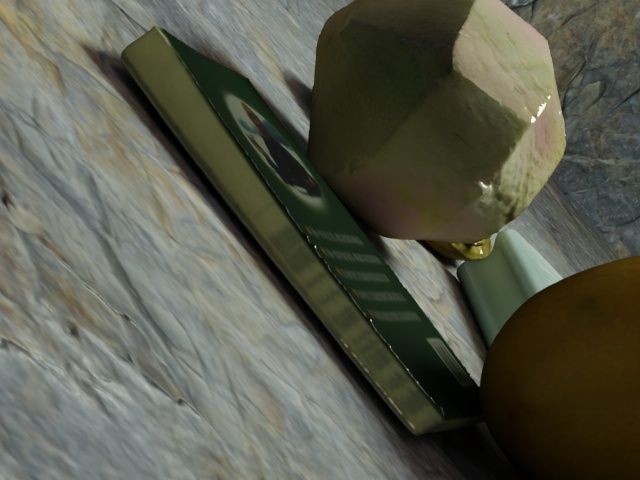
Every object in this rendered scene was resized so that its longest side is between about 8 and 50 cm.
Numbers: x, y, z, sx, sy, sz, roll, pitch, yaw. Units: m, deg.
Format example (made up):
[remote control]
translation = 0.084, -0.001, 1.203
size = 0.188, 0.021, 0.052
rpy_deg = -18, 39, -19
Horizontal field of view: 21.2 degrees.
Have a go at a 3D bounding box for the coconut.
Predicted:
[coconut]
translation = 0.100, -0.129, 1.644
size = 0.259, 0.259, 0.259
rpy_deg = 47, 11, -12

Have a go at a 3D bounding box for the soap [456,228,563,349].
[soap]
translation = 0.242, 0.109, 1.800
size = 0.160, 0.087, 0.265
rpy_deg = 46, 11, -20

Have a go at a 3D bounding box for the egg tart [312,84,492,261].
[egg tart]
translation = 0.116, -0.106, 1.951
size = 0.294, 0.123, 0.294
rpy_deg = 45, 12, -12

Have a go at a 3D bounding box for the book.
[book]
translation = 0.000, 0.000, 1.364
size = 0.371, 0.043, 0.260
rpy_deg = 53, 9, 13

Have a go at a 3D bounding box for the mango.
[mango]
translation = 0.290, 0.128, 1.417
size = 0.445, 0.300, 0.232
rpy_deg = 24, 51, -53
